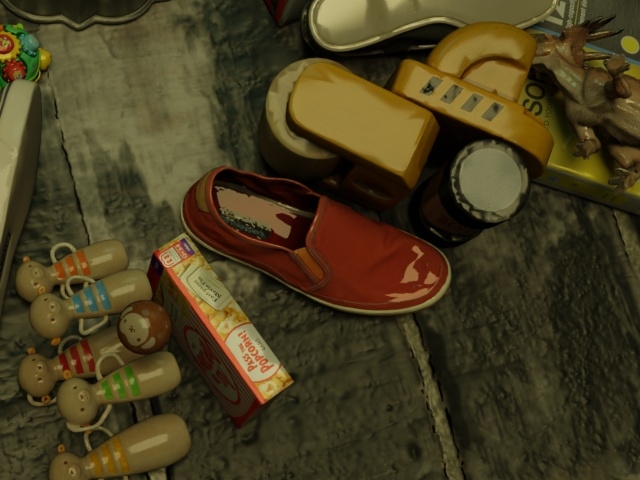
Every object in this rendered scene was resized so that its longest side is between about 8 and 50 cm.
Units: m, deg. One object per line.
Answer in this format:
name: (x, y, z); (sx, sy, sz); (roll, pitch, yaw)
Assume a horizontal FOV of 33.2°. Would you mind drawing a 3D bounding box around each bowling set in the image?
bowling set: (-0.239, 0.106, 1.104); (0.154, 0.200, 0.287); (-18, 72, -18)

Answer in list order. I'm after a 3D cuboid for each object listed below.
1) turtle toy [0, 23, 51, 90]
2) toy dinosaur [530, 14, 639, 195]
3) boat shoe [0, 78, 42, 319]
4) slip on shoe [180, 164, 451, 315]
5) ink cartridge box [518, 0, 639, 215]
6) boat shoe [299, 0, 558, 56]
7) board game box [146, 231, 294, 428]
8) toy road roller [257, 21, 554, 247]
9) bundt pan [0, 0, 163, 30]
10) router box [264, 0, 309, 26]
turtle toy: (-0.373, -0.201, 1.247); (0.095, 0.066, 0.130); (20, 67, -6)
toy dinosaur: (0.371, -0.169, 1.329); (0.295, 0.127, 0.200); (38, 29, -15)
boat shoe: (-0.404, -0.028, 1.145); (0.158, 0.127, 0.341); (9, 68, -4)
slip on shoe: (0.000, 0.000, 1.249); (0.331, 0.101, 0.123); (20, 65, -7)
ink cartridge box: (0.315, -0.217, 1.424); (0.307, 0.072, 0.304); (18, 68, -9)
boat shoe: (0.133, -0.300, 1.372); (0.335, 0.095, 0.112); (-11, 98, -11)
board game box: (-0.115, 0.101, 1.158); (0.045, 0.147, 0.193); (-34, 81, -22)
toy road roller: (0.111, -0.151, 1.252); (0.329, 0.202, 0.241); (23, 79, -4)
bundt pan: (-0.302, -0.432, 1.319); (0.330, 0.124, 0.331); (5, 70, -13)
router box: (0.022, -0.478, 1.437); (0.335, 0.082, 0.301); (-26, 78, -21)
